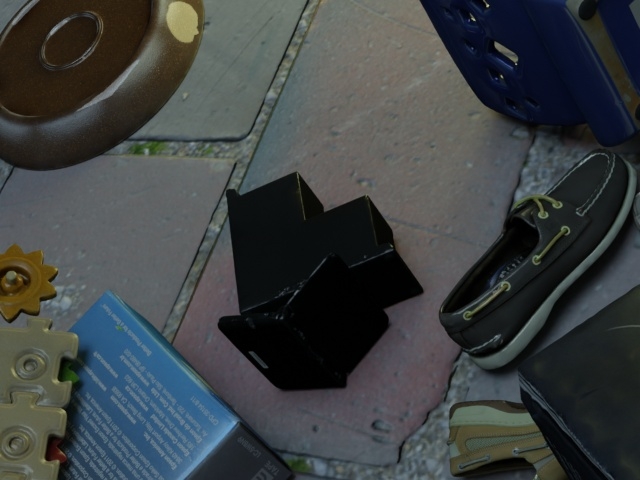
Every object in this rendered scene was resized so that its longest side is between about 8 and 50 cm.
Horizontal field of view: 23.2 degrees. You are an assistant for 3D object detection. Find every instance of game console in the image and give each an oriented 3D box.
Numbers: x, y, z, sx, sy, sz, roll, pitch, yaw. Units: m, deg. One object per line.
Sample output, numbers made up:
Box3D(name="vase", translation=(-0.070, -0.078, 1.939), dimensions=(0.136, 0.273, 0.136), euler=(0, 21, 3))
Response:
Box3D(name="game console", translation=(-0.014, 0.074, 1.385), dimensions=(0.107, 0.122, 0.071), euler=(-6, 54, 29))

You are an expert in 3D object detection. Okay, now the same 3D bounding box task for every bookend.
Box3D(name="bookend", translation=(0.000, 0.000, 1.467), dimensions=(0.156, 0.072, 0.157), euler=(-23, 47, 14))

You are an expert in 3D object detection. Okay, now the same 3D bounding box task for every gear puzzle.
Box3D(name="gear puzzle", translation=(-0.306, 0.146, 1.389), dimensions=(0.175, 0.044, 0.339), euler=(4, 55, -1))

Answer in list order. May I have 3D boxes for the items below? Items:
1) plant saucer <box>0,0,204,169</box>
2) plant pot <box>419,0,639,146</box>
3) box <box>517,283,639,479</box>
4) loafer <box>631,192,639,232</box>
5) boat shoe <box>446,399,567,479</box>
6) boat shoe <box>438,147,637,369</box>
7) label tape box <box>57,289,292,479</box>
Box3D(name="plant saucer", translation=(-0.282, -0.222, 1.827), dimensions=(0.310, 0.050, 0.311), euler=(-16, 51, 21))
Box3D(name="plant pot", translation=(0.239, -0.235, 1.370), dimensions=(0.236, 0.236, 0.212), euler=(-44, 41, -7))
Box3D(name="box", translation=(0.431, 0.128, 0.822), dimensions=(0.480, 0.297, 0.472), euler=(-34, 20, 0))
Box3D(name="loafer", translation=(0.299, -0.005, 1.308), dimensions=(0.045, 0.039, 0.125), euler=(-35, 46, 6))
Box3D(name="boat shoe", translation=(0.187, 0.167, 1.240), dimensions=(0.190, 0.068, 0.072), euler=(-8, 65, 39))
Box3D(name="boat shoe", translation=(0.188, 0.003, 1.339), dimensions=(0.228, 0.068, 0.081), euler=(-52, 27, -13))
Box3D(name="label tape box", translation=(-0.225, 0.241, 1.401), dimensions=(0.334, 0.106, 0.240), euler=(-46, 46, -5))
